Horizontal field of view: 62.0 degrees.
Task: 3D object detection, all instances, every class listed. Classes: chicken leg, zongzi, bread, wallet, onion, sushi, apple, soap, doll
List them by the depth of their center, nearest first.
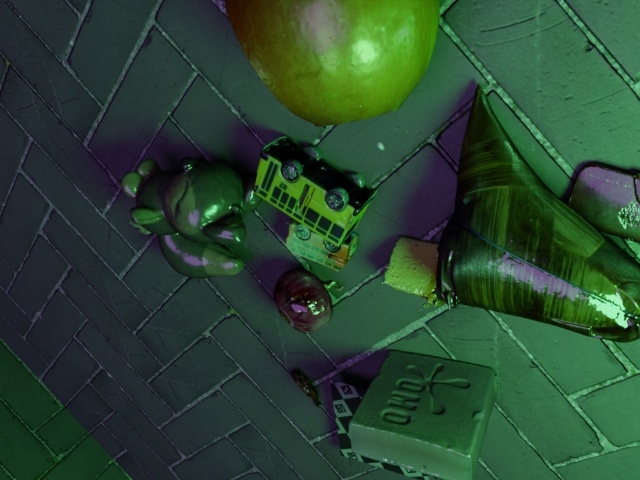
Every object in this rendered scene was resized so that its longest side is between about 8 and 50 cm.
[{"bbox_3d":[0.026,-0.387,0.950,0.384,0.374,0.374,24,131,54],"label":"apple"},{"bbox_3d":[0.425,-0.052,0.972,0.403,0.208,0.432,14,107,31],"label":"zongzi"},{"bbox_3d":[0.592,-0.056,0.978,0.255,0.031,0.137,20,127,21],"label":"wallet"},{"bbox_3d":[0.235,0.073,1.233,0.147,0.127,0.152,17,90,23],"label":"bread"},{"bbox_3d":[0.251,0.403,1.260,0.285,0.296,0.107,5,118,25],"label":"soap"},{"bbox_3d":[-0.043,0.155,1.384,0.177,0.153,0.177,21,141,17],"label":"onion"},{"bbox_3d":[-0.292,-0.059,1.399,0.382,0.252,0.379,12,153,27],"label":"doll"},{"bbox_3d":[0.178,0.527,1.516,0.292,0.059,0.294,8,120,25],"label":"sushi"},{"bbox_3d":[-0.042,0.450,1.613,0.145,0.037,0.062,49,150,-2],"label":"chicken leg"}]

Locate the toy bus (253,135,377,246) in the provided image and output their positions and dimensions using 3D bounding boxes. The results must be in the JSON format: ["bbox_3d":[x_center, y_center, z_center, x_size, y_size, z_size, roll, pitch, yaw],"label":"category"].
[{"bbox_3d":[-0.022,-0.115,1.232,0.262,0.128,0.150,33,127,9],"label":"toy bus"}]

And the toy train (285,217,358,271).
[{"bbox_3d":[0.000,0.000,1.321,0.188,0.072,0.099,21,130,17],"label":"toy train"}]
